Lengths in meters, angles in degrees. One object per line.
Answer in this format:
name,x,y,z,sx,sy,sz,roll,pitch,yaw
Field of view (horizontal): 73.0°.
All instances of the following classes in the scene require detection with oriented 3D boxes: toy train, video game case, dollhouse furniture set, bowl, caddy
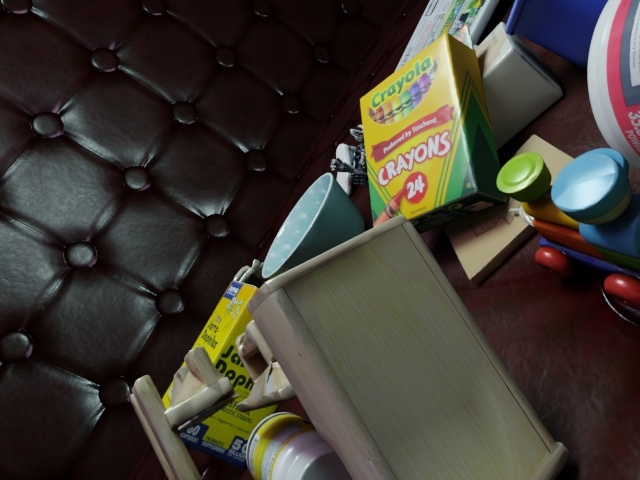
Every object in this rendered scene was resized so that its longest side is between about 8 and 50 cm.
toy train,0.235,-0.037,0.447,0.105,0.143,0.248,-56,22,4
video game case,0.348,-0.579,1.215,0.329,0.036,0.300,-63,27,10
dollhouse furniture set,0.012,0.184,0.507,0.362,0.256,0.394,-25,-11,-31
bowl,0.000,0.000,1.110,0.311,0.163,0.311,-51,17,22
caddy,0.354,-0.379,0.546,0.241,0.179,0.341,-53,-10,12

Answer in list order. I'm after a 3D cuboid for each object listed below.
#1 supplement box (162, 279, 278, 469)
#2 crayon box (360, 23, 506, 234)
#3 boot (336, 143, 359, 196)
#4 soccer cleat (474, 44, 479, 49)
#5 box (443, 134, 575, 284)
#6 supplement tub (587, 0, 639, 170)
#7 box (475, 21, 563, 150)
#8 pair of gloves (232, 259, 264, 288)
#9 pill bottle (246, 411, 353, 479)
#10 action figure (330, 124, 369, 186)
supplement box,-0.194,0.300,1.025,0.195,0.194,0.356,-1,58,62
crayon box,0.167,-0.181,0.714,0.202,0.081,0.318,-26,62,49
boot,0.104,-0.225,1.433,0.069,0.086,0.190,-16,72,57
soccer cleat,0.273,-0.350,0.989,0.331,0.143,0.116,-63,16,-20
box,0.272,-0.051,0.634,0.201,0.021,0.164,-51,16,24
supplement tub,0.342,-0.137,0.264,0.191,0.191,0.272,-58,15,-3
box,0.262,-0.219,0.805,0.311,0.121,0.148,-46,20,38
pair of gloves,-0.178,0.175,1.213,0.042,0.240,0.204,19,73,39
pill bottle,-0.026,0.328,0.626,0.119,0.119,0.208,-63,17,-20
action figure,0.121,-0.258,1.297,0.275,0.141,0.164,-100,33,-66
